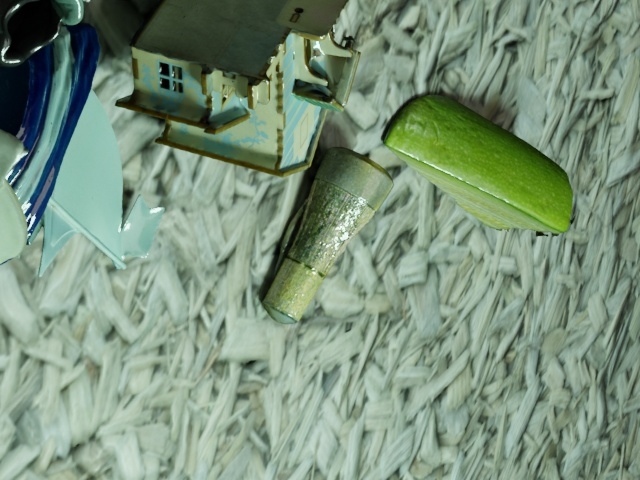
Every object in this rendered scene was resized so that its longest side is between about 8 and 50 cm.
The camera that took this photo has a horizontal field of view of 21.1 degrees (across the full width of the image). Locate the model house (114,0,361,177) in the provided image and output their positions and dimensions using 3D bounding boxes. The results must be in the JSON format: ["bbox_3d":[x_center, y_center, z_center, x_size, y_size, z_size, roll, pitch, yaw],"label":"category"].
[{"bbox_3d":[-0.059,-0.152,1.580,0.206,0.178,0.271,94,14,-45],"label":"model house"}]

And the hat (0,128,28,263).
[{"bbox_3d":[-0.344,0.011,1.279,0.258,0.168,0.301,-52,170,-12],"label":"hat"}]

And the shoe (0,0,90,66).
[{"bbox_3d":[-0.228,-0.196,1.378,0.169,0.099,0.071,-58,144,-26],"label":"shoe"}]

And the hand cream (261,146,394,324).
[{"bbox_3d":[0.000,0.000,1.879,0.203,0.084,0.084,-61,148,-6],"label":"hand cream"}]

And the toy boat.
[{"bbox_3d":[-0.223,-0.042,1.487,0.210,0.070,0.291,-58,149,-36],"label":"toy boat"}]

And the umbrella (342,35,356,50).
[{"bbox_3d":[0.023,-0.183,1.865,0.020,0.031,0.083,24,81,-27],"label":"umbrella"}]

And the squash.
[{"bbox_3d":[0.173,-0.108,2.140,0.289,0.203,0.111,24,83,-24],"label":"squash"}]
